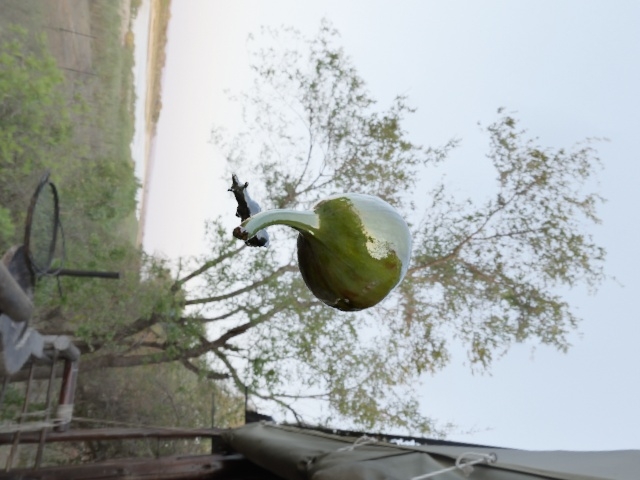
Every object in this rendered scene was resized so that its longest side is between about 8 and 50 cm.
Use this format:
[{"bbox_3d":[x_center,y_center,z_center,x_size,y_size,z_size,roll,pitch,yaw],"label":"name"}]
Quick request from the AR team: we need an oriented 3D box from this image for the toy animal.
[{"bbox_3d":[-0.121,-0.050,0.717,0.065,0.047,0.136,141,-68,-81],"label":"toy animal"}]

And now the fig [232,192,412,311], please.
[{"bbox_3d":[0.000,0.000,0.490,0.149,0.245,0.149,-18,-117,39],"label":"fig"}]
